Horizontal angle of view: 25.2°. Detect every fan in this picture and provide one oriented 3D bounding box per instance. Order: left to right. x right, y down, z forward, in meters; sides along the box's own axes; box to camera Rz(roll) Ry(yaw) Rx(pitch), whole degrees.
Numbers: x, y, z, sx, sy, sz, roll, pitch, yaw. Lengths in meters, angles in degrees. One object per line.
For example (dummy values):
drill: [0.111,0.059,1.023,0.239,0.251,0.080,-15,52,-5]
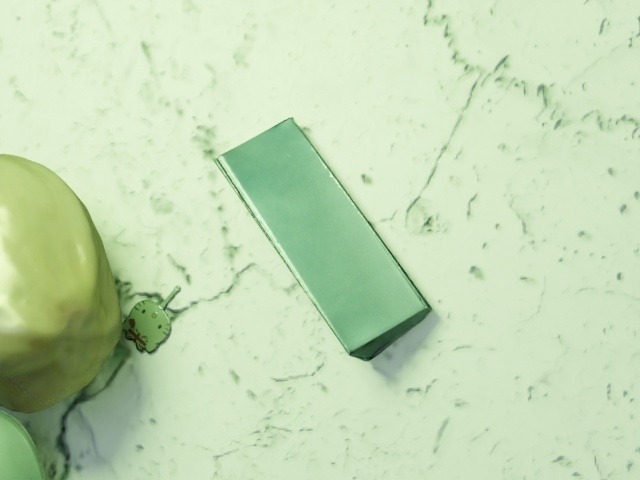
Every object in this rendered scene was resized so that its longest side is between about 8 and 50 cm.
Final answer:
fan: [-0.180,0.082,1.568,0.056,0.004,0.083,42,93,22]

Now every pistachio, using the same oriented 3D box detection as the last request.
pistachio: [-0.331,0.033,1.535,0.226,0.207,0.332,-48,56,28]

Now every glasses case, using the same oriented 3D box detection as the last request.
glasses case: [0.000,0.000,1.505,0.105,0.056,0.266,-29,68,-15]

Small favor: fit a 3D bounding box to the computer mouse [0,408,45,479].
computer mouse: [-0.427,0.255,1.563,0.288,0.097,0.159,-10,109,26]
